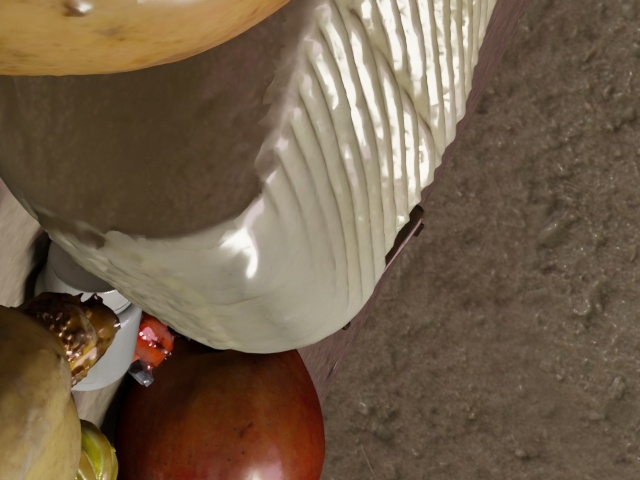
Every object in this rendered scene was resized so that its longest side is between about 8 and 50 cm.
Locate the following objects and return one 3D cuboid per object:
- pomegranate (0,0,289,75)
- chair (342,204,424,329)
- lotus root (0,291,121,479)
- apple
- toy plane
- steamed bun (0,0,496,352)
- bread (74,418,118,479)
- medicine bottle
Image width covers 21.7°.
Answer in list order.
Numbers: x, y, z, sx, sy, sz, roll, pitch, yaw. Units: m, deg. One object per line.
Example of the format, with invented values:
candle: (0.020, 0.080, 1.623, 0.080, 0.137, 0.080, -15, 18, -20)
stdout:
pomegranate: (-0.086, -0.175, 0.414, 0.281, 0.281, 0.281, -58, 171, -15)
chair: (0.000, 0.000, 1.803, 0.186, 0.160, 0.319, -54, 172, 0)
lotus root: (-0.234, 0.140, 0.947, 0.342, 0.151, 0.169, -55, 157, -36)
apple: (-0.102, 0.197, 1.684, 0.234, 0.234, 0.234, -58, 171, -15)
toy plane: (-0.163, 0.091, 1.462, 0.126, 0.077, 0.194, -45, 174, -29)
steamed bun: (-0.039, -0.149, 0.857, 0.383, 0.236, 0.247, -64, 162, -14)
bread: (-0.230, 0.208, 1.455, 0.157, 0.083, 0.094, -45, 150, -56)
medicine bottle: (-0.170, 0.046, 1.222, 0.080, 0.080, 0.130, -53, 169, -36)
